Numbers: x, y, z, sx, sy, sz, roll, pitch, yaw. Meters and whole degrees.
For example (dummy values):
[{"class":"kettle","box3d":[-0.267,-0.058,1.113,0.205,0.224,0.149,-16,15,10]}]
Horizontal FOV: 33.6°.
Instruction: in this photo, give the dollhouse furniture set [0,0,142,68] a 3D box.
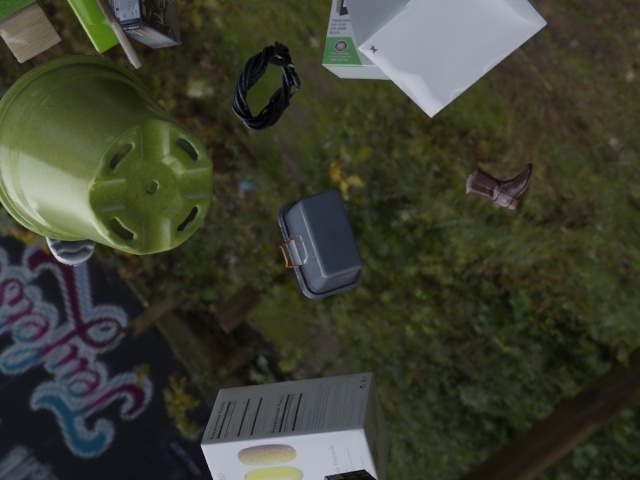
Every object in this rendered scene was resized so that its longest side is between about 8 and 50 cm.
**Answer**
[{"class":"dollhouse furniture set","box3d":[-0.339,-0.172,0.989,0.151,0.301,0.197,56,174,39]}]

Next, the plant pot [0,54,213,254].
[{"class":"plant pot","box3d":[-0.283,-0.099,1.458,0.254,0.276,0.276,27,153,51]}]

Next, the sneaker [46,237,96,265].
[{"class":"sneaker","box3d":[-0.431,-0.087,1.735,0.115,0.105,0.281,130,133,-69]}]

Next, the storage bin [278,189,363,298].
[{"class":"storage bin","box3d":[0.000,0.000,1.372,0.091,0.098,0.135,129,123,-75]}]

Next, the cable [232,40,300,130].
[{"class":"cable","box3d":[-0.104,-0.299,2.065,0.047,0.184,0.151,23,138,30]}]

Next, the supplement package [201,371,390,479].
[{"class":"supplement package","box3d":[-0.033,0.299,1.571,0.134,0.244,0.139,-75,-27,-59]}]

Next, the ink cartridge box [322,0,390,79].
[{"class":"ink cartridge box","box3d":[0.105,-0.396,1.840,0.160,0.219,0.092,6,174,27]}]

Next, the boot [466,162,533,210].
[{"class":"boot","box3d":[0.352,-0.124,2.102,0.114,0.106,0.037,23,-169,-5]}]

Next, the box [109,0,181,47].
[{"class":"box","box3d":[-0.300,-0.452,1.770,0.183,0.056,0.231,6,-102,-76]}]

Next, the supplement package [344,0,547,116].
[{"class":"supplement package","box3d":[0.152,-0.310,1.370,0.149,0.194,0.203,39,-155,-31]}]

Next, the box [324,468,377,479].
[{"class":"box","box3d":[0.041,0.347,1.371,0.052,0.062,0.083,-156,64,-64]}]
